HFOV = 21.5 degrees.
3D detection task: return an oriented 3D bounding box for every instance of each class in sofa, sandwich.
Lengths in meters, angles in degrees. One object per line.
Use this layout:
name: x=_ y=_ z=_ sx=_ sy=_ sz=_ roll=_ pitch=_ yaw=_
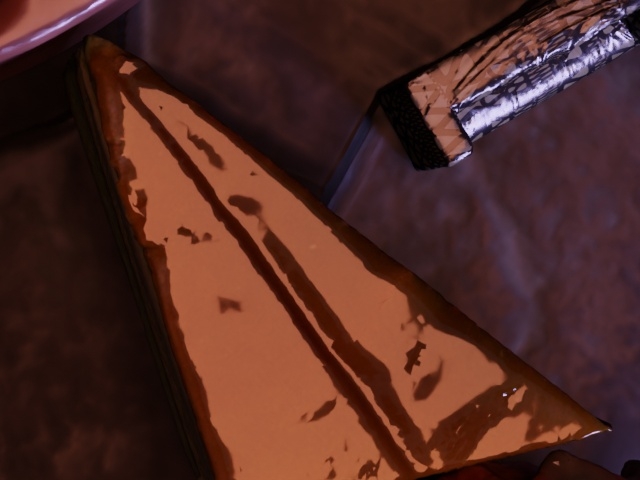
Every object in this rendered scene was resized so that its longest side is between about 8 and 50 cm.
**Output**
sofa: x=0.085 y=-0.072 z=0.666 sx=0.118 sy=0.060 sz=0.039 roll=-31 pitch=94 yaw=-8
sandwich: x=0.000 y=0.000 z=0.625 sx=0.144 sy=0.117 sz=0.187 roll=-18 pitch=94 yaw=-13

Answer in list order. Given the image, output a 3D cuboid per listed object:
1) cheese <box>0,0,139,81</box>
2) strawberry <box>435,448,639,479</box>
cheese: x=-0.110 y=-0.137 z=0.597 sx=0.177 sy=0.128 sz=0.203 roll=2 pitch=88 yaw=-13
strawberry: x=0.059 y=0.237 z=0.639 sx=0.265 sy=0.149 sz=0.336 roll=19 pitch=99 yaw=-26
